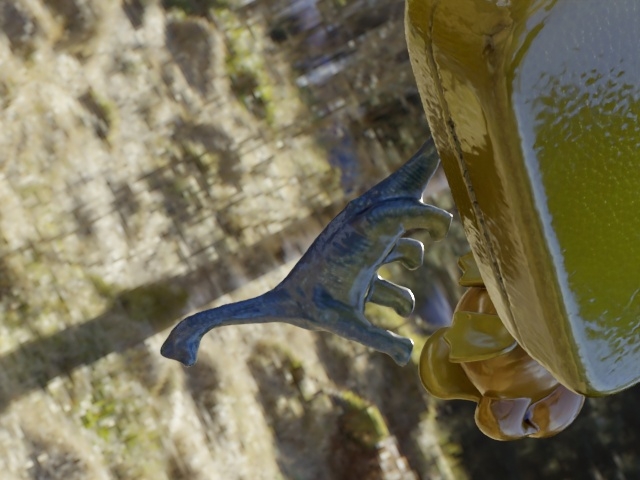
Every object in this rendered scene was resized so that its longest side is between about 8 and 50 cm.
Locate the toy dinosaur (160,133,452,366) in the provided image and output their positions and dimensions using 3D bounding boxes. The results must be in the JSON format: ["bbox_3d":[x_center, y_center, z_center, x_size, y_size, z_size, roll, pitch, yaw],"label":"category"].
[{"bbox_3d":[0.000,0.000,0.983,0.188,0.247,0.075,16,9,-15],"label":"toy dinosaur"}]

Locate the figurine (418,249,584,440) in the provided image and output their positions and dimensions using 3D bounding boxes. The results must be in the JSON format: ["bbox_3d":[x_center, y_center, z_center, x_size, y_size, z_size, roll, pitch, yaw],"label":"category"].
[{"bbox_3d":[0.224,0.129,1.459,0.228,0.215,0.215,104,-32,-57],"label":"figurine"}]

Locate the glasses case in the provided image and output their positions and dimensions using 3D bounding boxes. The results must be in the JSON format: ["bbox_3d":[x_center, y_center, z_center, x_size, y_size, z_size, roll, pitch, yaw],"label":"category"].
[{"bbox_3d":[0.168,-0.065,0.834,0.141,0.173,0.371,48,-12,44],"label":"glasses case"}]
